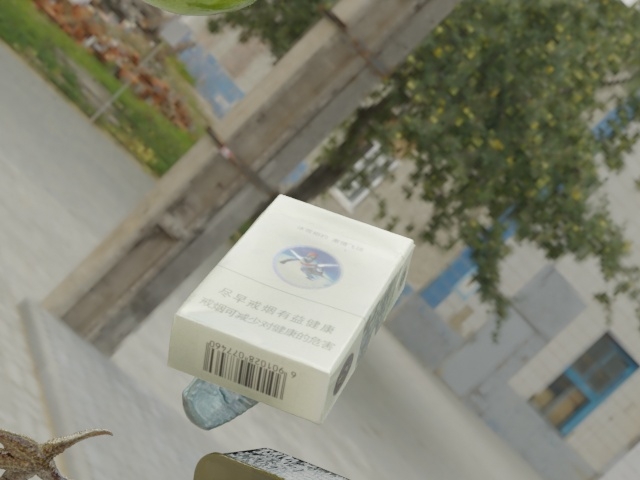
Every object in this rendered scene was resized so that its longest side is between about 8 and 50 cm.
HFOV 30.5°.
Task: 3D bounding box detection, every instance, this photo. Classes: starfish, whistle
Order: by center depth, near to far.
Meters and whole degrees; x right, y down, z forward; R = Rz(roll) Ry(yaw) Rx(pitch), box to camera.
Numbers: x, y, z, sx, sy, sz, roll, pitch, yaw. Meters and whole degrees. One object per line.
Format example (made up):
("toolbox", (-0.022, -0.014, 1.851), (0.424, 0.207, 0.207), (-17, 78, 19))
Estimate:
("whistle", (-0.062, 0.149, 1.715), (0.189, 0.348, 0.189), (28, -35, 22))
("starfish", (-0.429, 0.322, 1.746), (0.213, 0.238, 0.057), (69, 5, -48))

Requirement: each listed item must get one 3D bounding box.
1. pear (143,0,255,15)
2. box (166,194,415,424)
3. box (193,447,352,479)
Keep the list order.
("pear", (-0.146, -0.334, 1.213), (0.187, 0.187, 0.219), (49, 10, 33))
("box", (-0.024, 0.061, 1.185), (0.164, 0.069, 0.256), (20, 35, 13))
("box", (-0.029, 0.290, 1.134), (0.201, 0.144, 0.090), (12, 6, 38))
